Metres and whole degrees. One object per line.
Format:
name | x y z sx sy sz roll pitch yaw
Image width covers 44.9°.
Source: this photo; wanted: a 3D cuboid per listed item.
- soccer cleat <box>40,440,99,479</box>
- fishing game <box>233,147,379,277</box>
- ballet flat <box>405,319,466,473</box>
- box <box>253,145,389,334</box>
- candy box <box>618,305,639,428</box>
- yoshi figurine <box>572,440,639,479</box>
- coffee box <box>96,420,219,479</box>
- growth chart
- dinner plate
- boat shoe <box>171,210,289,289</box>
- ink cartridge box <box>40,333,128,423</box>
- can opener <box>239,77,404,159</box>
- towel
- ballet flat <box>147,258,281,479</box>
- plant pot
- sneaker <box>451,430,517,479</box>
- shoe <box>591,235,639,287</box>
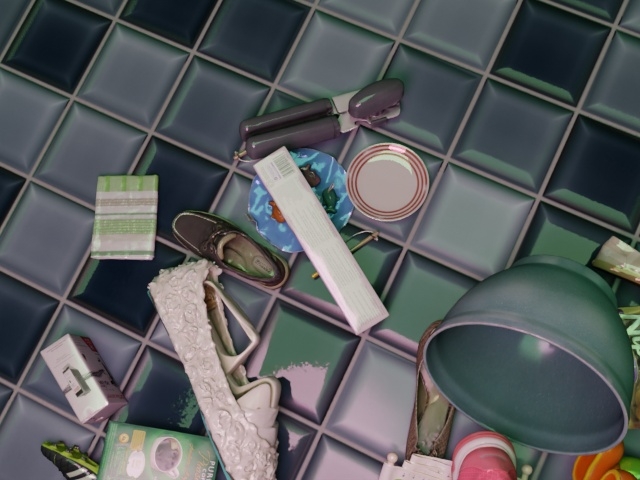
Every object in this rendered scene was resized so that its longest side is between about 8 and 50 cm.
soccer cleat | -0.384 0.387 1.253 0.179 0.060 0.072 27 84 7
fishing game | -0.036 -0.073 1.317 0.189 0.041 0.264 -29 77 -3
ballet flat | 0.180 0.247 1.221 0.084 0.058 0.250 12 81 10
box | 0.000 0.000 1.261 0.067 0.063 0.324 -33 87 -1
candy box | 0.495 0.195 1.202 0.109 0.053 0.187 -4 80 5
yoshi figurine | 0.561 0.377 1.087 0.362 0.203 0.204 23 71 -1
coffee box | -0.255 0.357 1.228 0.184 0.040 0.113 10 72 -6
growth chart | 0.191 0.406 1.182 0.237 0.021 0.172 7 102 2
dinner plate | 0.113 -0.098 1.313 0.141 0.017 0.141 0 75 2
boat shoe | -0.154 0.008 1.295 0.223 0.073 0.080 29 83 10
ink cartridge box | -0.383 0.225 1.263 0.056 0.099 0.135 -34 79 -3
can opener | 0.003 -0.218 1.303 0.283 0.095 0.076 -17 64 -10
towel | -0.339 -0.040 1.354 0.113 0.023 0.152 1 77 4
ballet flat | -0.143 0.208 1.215 0.147 0.147 0.409 -27 78 0
plant pot | 0.323 0.146 1.135 0.293 0.293 0.196 27 57 10
sneaker | 0.226 0.440 1.106 0.116 0.136 0.314 1 102 4
shoe | 0.539 0.063 1.211 0.219 0.076 0.058 27 88 12
